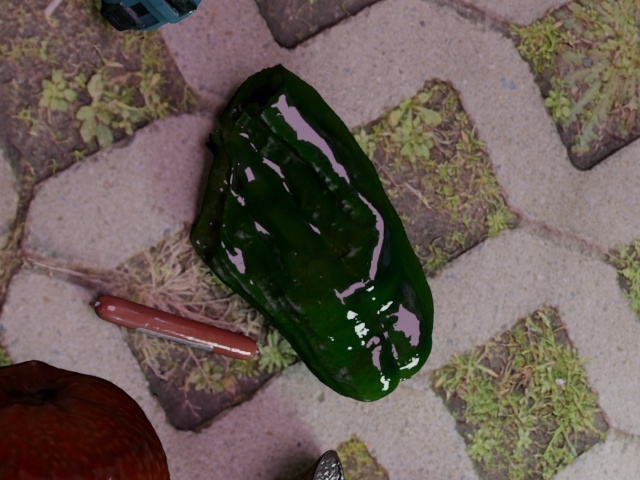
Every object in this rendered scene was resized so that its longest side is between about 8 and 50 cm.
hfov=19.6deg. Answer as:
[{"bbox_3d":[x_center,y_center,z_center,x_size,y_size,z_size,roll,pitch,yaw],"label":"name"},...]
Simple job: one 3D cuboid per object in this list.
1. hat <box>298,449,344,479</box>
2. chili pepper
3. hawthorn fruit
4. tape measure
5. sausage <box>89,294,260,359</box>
[{"bbox_3d":[-0.031,0.327,2.076,0.193,0.082,0.193,3,90,-74],"label":"hat"},{"bbox_3d":[0.003,0.003,2.025,0.213,0.167,0.385,-44,115,-28],"label":"chili pepper"},{"bbox_3d":[-0.272,0.257,1.784,0.275,0.275,0.299,-35,122,-30],"label":"hawthorn fruit"},{"bbox_3d":[-0.161,-0.276,1.911,0.081,0.146,0.125,45,50,-31],"label":"tape measure"},{"bbox_3d":[-0.154,0.095,1.998,0.223,0.029,0.029,19,81,-36],"label":"sausage"}]
